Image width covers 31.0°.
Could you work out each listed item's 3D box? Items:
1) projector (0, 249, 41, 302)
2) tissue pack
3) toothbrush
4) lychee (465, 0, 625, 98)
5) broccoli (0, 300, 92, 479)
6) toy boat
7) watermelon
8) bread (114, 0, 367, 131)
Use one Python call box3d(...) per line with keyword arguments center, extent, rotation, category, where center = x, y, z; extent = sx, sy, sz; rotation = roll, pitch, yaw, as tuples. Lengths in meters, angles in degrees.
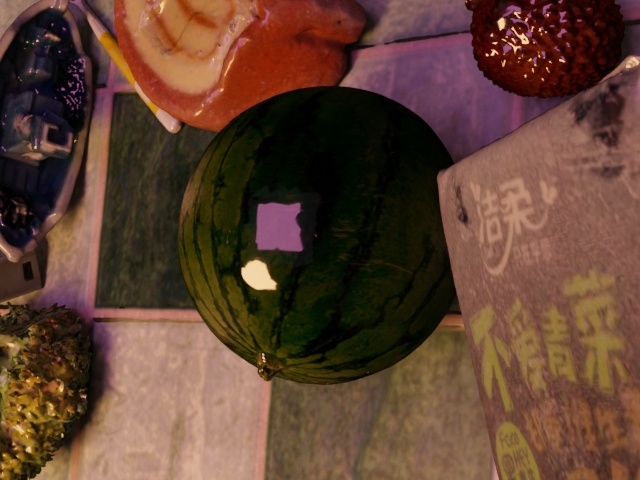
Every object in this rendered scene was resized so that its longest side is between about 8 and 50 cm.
box3d(center=(-0.405, 0.036, 1.290), extent=(0.147, 0.115, 0.061), rotation=(3, 107, 36), category="projector")
box3d(center=(0.206, 0.107, 0.721), extent=(0.288, 0.124, 0.394), rotation=(153, 106, -70), category="tissue pack")
box3d(center=(-0.229, -0.213, 1.274), extent=(0.021, 0.024, 0.288), rotation=(-49, 57, 16), category="toothbrush")
box3d(center=(0.176, -0.168, 0.915), extent=(0.129, 0.123, 0.123), rotation=(46, 109, 15), category="lychee")
box3d(center=(-0.345, 0.150, 1.187), extent=(0.194, 0.194, 0.219), rotation=(-26, 61, 30), category="broccoli")
box3d(center=(-0.309, -0.126, 1.249), extent=(0.142, 0.129, 0.309), rotation=(-8, 70, 49), category="toy boat")
box3d(center=(0.001, -0.004, 0.936), extent=(0.242, 0.242, 0.242), rotation=(-8, 77, 35), category="watermelon")
box3d(center=(-0.097, -0.213, 1.119), extent=(0.244, 0.123, 0.190), rotation=(45, 109, 34), category="bread")
